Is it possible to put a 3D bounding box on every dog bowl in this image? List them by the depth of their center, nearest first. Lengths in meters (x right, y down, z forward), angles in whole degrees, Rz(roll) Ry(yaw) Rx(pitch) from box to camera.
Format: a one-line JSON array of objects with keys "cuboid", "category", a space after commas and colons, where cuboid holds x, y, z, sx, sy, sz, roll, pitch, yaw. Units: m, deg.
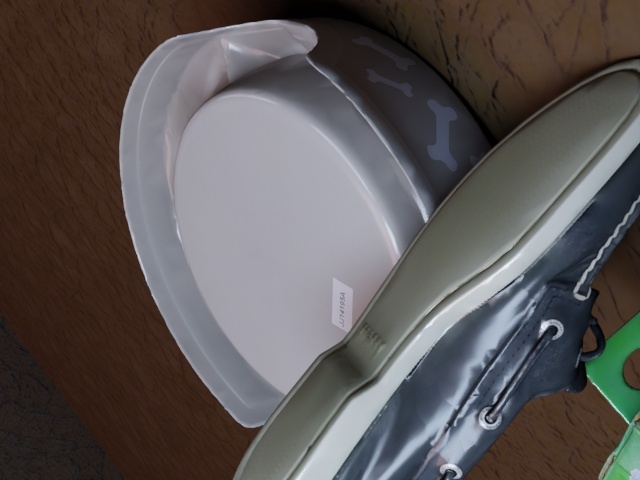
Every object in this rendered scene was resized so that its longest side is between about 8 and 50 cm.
[{"cuboid": [0.000, 0.000, 0.936, 0.348, 0.102, 0.349, 29, 133, 37], "category": "dog bowl"}]

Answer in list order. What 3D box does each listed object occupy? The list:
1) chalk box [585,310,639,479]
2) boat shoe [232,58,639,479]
[{"cuboid": [0.243, 0.129, 0.729, 0.213, 0.132, 0.132, 43, 155, 23], "category": "chalk box"}, {"cuboid": [0.095, 0.057, 0.721, 0.113, 0.340, 0.127, 38, -177, -18], "category": "boat shoe"}]
